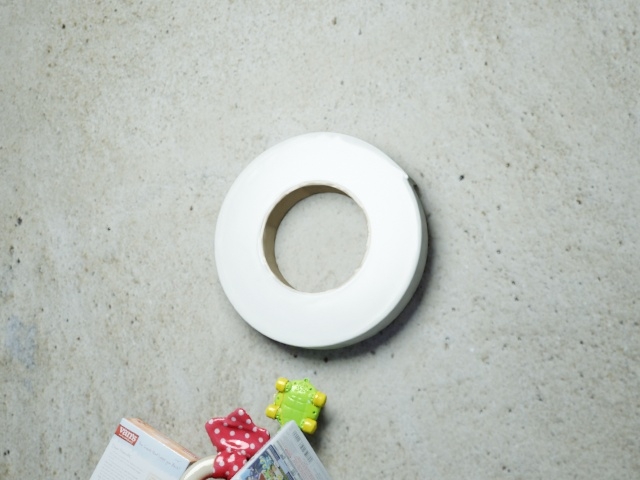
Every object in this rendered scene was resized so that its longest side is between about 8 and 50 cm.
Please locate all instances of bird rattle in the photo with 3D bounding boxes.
[{"bbox_3d":[-0.151,0.425,1.622,0.206,0.143,0.254,-24,80,-18],"label":"bird rattle"}]

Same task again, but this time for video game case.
[{"bbox_3d":[-0.041,0.423,1.571,0.023,0.183,0.201,-29,94,35],"label":"video game case"}]

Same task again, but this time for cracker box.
[{"bbox_3d":[-0.338,0.459,1.739,0.155,0.067,0.232,28,90,19],"label":"cracker box"}]

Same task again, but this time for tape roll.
[{"bbox_3d":[0.000,0.000,1.723,0.391,0.072,0.392,-3,79,17],"label":"tape roll"}]

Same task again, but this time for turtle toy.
[{"bbox_3d":[-0.044,0.301,1.680,0.095,0.066,0.130,20,87,13],"label":"turtle toy"}]
